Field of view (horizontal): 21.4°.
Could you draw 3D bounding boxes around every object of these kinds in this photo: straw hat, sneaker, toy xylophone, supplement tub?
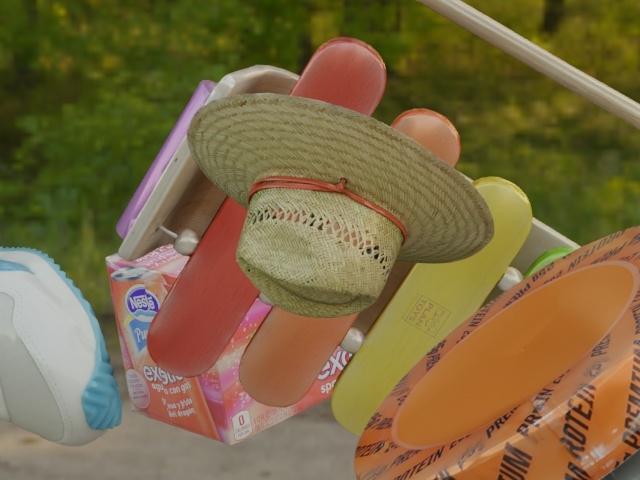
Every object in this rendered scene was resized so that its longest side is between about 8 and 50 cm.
[{"bbox_3d":[0.000,0.000,0.738,0.145,0.061,0.144,16,-24,7],"label":"straw hat"},{"bbox_3d":[-0.178,0.043,0.772,0.229,0.087,0.092,22,41,40],"label":"sneaker"},{"bbox_3d":[0.065,0.003,0.886,0.323,0.236,0.081,23,20,-4],"label":"toy xylophone"},{"bbox_3d":[0.164,0.161,0.628,0.194,0.316,0.193,-35,11,8],"label":"supplement tub"}]

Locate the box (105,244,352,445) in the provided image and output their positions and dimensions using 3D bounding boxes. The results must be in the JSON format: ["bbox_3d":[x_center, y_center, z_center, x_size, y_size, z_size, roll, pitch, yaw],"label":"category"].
[{"bbox_3d":[-0.023,0.047,1.502,0.300,0.154,0.142,-21,21,-38],"label":"box"}]
